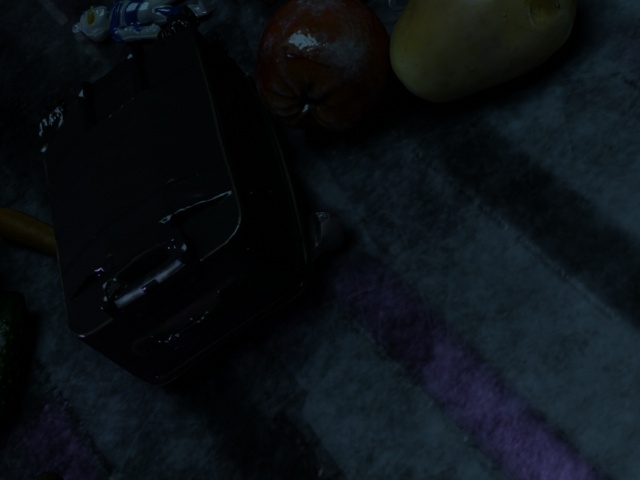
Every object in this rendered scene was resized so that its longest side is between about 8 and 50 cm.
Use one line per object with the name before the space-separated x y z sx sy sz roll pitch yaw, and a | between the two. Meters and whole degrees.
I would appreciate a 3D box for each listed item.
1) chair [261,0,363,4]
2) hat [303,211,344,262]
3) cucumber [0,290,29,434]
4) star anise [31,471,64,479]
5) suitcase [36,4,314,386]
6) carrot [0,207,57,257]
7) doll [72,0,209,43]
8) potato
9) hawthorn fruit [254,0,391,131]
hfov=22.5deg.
chair | -0.002 -0.484 2.123 0.183 0.176 0.326 -2 63 47
hat | 0.000 0.002 1.842 0.087 0.042 0.058 -64 29 31
cucumber | -0.403 0.162 1.995 0.069 0.069 0.227 -15 52 28
star anise | -0.311 0.355 1.753 0.214 0.099 0.220 -47 42 -17
suitcase | -0.181 -0.048 1.894 0.283 0.194 0.434 -34 43 17
carrot | -0.358 -0.001 2.109 0.248 0.043 0.043 19 70 42
doll | -0.259 -0.324 2.275 0.227 0.057 0.114 -16 53 24
potato | 0.181 -0.254 1.838 0.234 0.146 0.150 -22 19 22
hawthorn fruit | 0.006 -0.216 1.913 0.173 0.173 0.172 -20 48 24
